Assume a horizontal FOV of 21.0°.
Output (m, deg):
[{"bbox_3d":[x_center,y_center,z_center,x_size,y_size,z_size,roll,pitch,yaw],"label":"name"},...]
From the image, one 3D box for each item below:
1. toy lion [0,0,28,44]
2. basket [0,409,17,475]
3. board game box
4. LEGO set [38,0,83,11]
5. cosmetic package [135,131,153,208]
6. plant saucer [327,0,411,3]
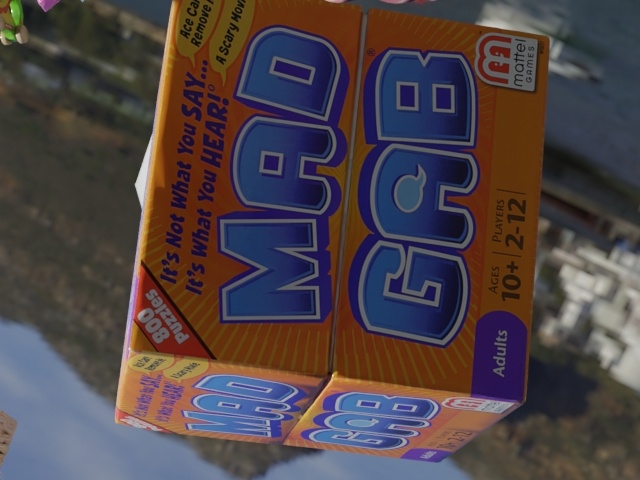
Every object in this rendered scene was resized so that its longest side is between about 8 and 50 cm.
[{"bbox_3d":[-0.423,-0.316,2.290,0.034,0.096,0.100,-4,170,19],"label":"toy lion"},{"bbox_3d":[-0.437,0.219,1.930,0.167,0.113,0.103,38,-144,-14],"label":"basket"},{"bbox_3d":[0.000,0.000,1.710,0.356,0.356,0.356,8,163,-7],"label":"board game box"},{"bbox_3d":[-0.211,-0.326,1.721,0.093,0.227,0.087,51,-178,-26],"label":"LEGO set"},{"bbox_3d":[-0.114,-0.092,2.333,0.217,0.156,0.385,-16,170,-18],"label":"cosmetic package"},{"bbox_3d":[-0.038,-0.267,1.061,0.332,0.084,0.332,50,175,5],"label":"plant saucer"}]
